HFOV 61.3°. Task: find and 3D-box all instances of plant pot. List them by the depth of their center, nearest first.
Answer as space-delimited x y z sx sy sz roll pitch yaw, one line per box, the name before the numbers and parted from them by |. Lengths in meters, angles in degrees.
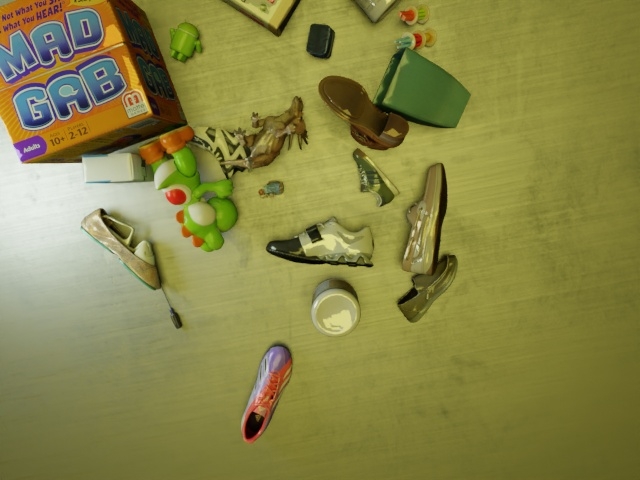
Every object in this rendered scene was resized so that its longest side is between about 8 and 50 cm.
plant pot | 0.297 -0.420 1.559 0.234 0.166 0.166 22 98 -9

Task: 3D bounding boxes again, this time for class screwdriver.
screwdriver | -0.484 0.203 1.726 0.024 0.025 0.170 -23 89 4

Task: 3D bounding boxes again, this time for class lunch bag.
lunch bag | 0.002 -0.587 1.582 0.067 0.065 0.099 15 100 14

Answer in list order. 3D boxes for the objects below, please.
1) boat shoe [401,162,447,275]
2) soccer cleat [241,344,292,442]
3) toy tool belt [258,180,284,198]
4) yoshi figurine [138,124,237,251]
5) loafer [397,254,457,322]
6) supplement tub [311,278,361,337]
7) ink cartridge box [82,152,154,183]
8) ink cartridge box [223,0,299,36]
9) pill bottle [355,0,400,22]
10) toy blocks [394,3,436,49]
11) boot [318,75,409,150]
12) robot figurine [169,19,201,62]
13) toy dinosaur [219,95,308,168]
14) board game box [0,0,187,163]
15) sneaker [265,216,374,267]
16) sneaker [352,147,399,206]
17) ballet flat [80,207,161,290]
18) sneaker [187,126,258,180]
boat shoe | 0.311 -0.070 1.627 0.110 0.121 0.342 7 85 23
soccer cleat | -0.171 0.489 1.713 0.108 0.116 0.319 21 98 -3
toy tool belt | -0.153 -0.155 1.651 0.083 0.051 0.052 -14 98 2
yoshi figurine | -0.364 -0.149 1.596 0.202 0.203 0.362 -26 104 -11
loafer | 0.329 0.140 1.672 0.087 0.094 0.251 35 97 -9
supplement tub | 0.045 0.197 1.628 0.144 0.200 0.145 0 98 0
ink cartridge box | -0.584 -0.207 1.575 0.139 0.191 0.082 -3 97 0
ink cartridge box | -0.170 -0.739 1.548 0.234 0.088 0.193 31 96 -5
pill bottle | 0.126 -0.747 1.523 0.131 0.131 0.229 -42 96 6
toy blocks | 0.257 -0.607 1.543 0.148 0.054 0.123 -25 100 -36
boot | 0.111 -0.351 1.540 0.283 0.220 0.109 24 87 -5
robot figurine | -0.398 -0.584 1.581 0.101 0.067 0.115 25 98 5
toy dinosaur | -0.143 -0.284 1.563 0.295 0.200 0.127 -42 79 11
board game box | -0.626 -0.433 1.458 0.356 0.356 0.357 -20 98 3
sneaker | 0.000 0.000 1.654 0.330 0.122 0.147 3 80 1
sneaker | 0.149 -0.183 1.639 0.086 0.064 0.192 -44 99 1
ballet flat | -0.589 0.019 1.655 0.316 0.107 0.106 42 89 -7
sneaker | -0.305 -0.254 1.615 0.234 0.094 0.153 3 90 -10
